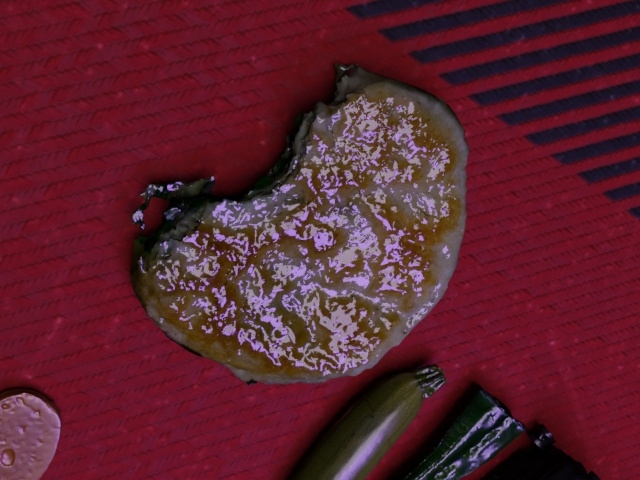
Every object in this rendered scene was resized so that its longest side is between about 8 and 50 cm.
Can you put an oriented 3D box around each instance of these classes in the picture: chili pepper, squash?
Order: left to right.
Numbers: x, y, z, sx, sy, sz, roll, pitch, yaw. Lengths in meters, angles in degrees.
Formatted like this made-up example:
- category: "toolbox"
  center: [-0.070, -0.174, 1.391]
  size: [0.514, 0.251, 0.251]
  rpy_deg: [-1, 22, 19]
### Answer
- category: "squash"
  center: [0.038, 0.225, 1.203]
  size: [0.066, 0.066, 0.252]
  rpy_deg: [40, 91, -24]
- category: "chili pepper"
  center: [0.131, 0.268, 1.252]
  size: [0.227, 0.059, 0.088]
  rpy_deg: [-45, 119, 2]

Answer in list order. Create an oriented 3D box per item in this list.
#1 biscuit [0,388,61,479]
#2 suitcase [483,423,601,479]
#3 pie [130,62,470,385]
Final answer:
- category: "biscuit"
  center: [-0.328, 0.207, 1.103]
  size: [0.118, 0.023, 0.140]
  rpy_deg: [36, 94, -24]
- category: "suitcase"
  center: [0.281, 0.419, 1.294]
  size: [0.230, 0.152, 0.335]
  rpy_deg: [-38, 114, -2]
- category: "pie"
  center: [0.000, 0.000, 1.114]
  size: [0.371, 0.078, 0.296]
  rpy_deg: [-35, 113, -3]
